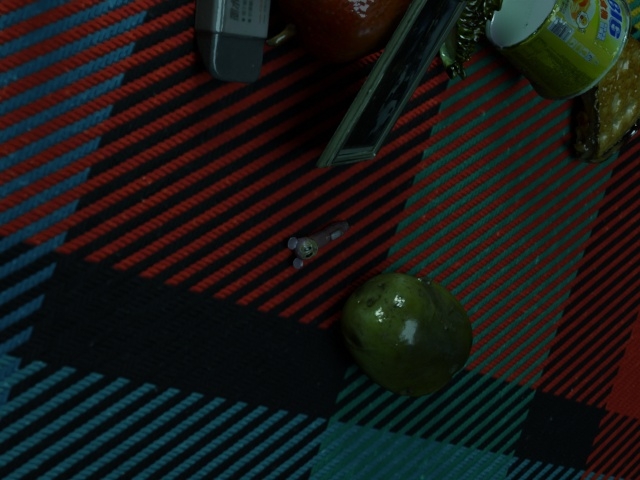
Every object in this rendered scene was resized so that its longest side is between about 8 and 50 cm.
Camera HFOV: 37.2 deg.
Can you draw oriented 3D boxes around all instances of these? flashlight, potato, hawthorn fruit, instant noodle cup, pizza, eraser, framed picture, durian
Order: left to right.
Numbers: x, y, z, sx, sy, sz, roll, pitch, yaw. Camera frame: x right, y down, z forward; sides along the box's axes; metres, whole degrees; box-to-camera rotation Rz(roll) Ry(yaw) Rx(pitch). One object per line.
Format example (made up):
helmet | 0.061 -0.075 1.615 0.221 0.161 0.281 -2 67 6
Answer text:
eraser | -0.104 -0.380 1.213 0.089 0.061 0.352 -2 103 -40
flashlight | 0.000 0.000 1.420 0.110 0.031 0.052 -30 119 -30
hawthorn fruit | 0.017 -0.319 1.250 0.225 0.196 0.196 -41 124 -17
framed picture | 0.110 -0.225 1.317 0.296 0.019 0.232 -59 167 18
potato | 0.144 0.148 1.508 0.228 0.148 0.197 54 53 -32
durian | 0.235 -0.431 1.437 0.106 0.132 0.375 -8 113 -25
instant noodle cup | 0.372 -0.344 1.534 0.153 0.205 0.205 23 87 -33
pizza | 0.518 -0.270 1.746 0.287 0.074 0.251 26 85 -40
